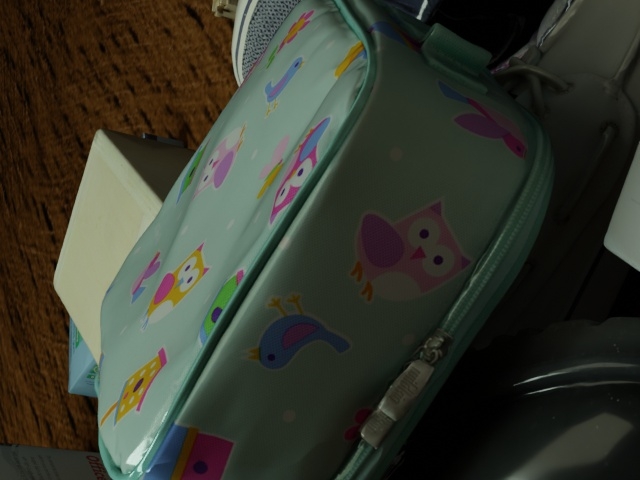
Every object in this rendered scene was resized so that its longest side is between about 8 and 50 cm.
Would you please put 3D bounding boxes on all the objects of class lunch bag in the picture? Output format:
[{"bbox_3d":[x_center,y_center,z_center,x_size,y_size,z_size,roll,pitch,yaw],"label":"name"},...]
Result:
[{"bbox_3d":[0.000,0.000,0.765,0.224,0.108,0.279,-55,15,11],"label":"lunch bag"}]

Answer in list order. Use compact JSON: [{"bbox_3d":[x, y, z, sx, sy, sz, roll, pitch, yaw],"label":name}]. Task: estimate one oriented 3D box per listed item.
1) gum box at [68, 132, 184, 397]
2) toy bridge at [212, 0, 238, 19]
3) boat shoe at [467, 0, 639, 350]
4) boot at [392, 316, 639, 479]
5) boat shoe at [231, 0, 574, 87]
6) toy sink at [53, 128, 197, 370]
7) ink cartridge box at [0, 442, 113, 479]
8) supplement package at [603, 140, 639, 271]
[{"bbox_3d":[-0.167,0.024,1.498,0.184,0.041,0.157,-51,35,47],"label":"gum box"},{"bbox_3d":[-0.074,-0.265,1.407,0.026,0.063,0.188,-30,51,59],"label":"toy bridge"},{"bbox_3d":[0.113,-0.047,0.843,0.267,0.088,0.096,-66,30,13],"label":"boat shoe"},{"bbox_3d":[0.027,0.282,0.666,0.367,0.146,0.445,-38,28,52],"label":"boot"},{"bbox_3d":[0.044,-0.133,0.998,0.340,0.127,0.158,-49,29,46],"label":"boat shoe"},{"bbox_3d":[-0.068,0.033,1.143,0.234,0.152,0.131,42,117,62],"label":"toy sink"},{"bbox_3d":[-0.254,0.223,1.410,0.139,0.190,0.082,-138,62,-63],"label":"ink cartridge box"},{"bbox_3d":[0.218,-0.075,0.584,0.139,0.134,0.244,43,117,63],"label":"supplement package"}]
